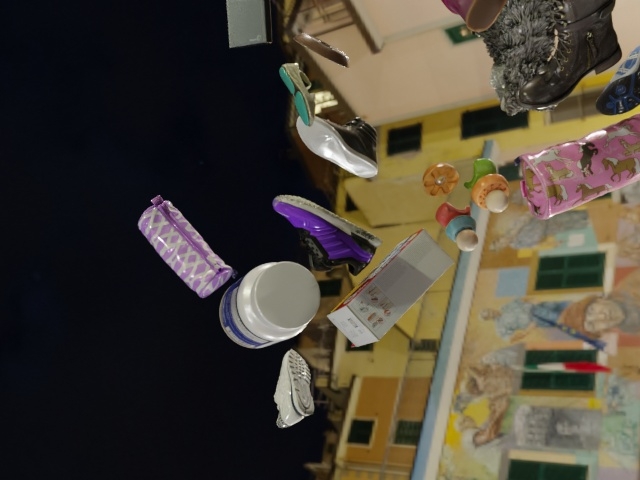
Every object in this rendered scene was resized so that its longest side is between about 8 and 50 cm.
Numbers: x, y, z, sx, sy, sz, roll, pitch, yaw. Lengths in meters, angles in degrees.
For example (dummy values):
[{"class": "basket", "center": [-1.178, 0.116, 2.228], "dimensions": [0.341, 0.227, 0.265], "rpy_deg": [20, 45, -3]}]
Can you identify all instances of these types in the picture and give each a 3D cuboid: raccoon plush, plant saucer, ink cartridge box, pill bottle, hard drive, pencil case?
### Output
[{"class": "raccoon plush", "center": [0.506, -0.506, 1.735], "dimensions": [0.446, 0.216, 0.299], "rpy_deg": [77, -179, -70]}, {"class": "plant saucer", "center": [0.009, -0.508, 1.890], "dimensions": [0.168, 0.168, 0.029], "rpy_deg": [3, -59, -54]}, {"class": "ink cartridge box", "center": [0.178, 0.140, 1.968], "dimensions": [0.309, 0.272, 0.130], "rpy_deg": [-43, -90, -20]}, {"class": "pill bottle", "center": [-0.101, 0.127, 1.405], "dimensions": [0.153, 0.265, 0.153], "rpy_deg": [5, -104, -19]}, {"class": "hard drive", "center": [-0.125, -0.406, 1.237], "dimensions": [0.022, 0.094, 0.135], "rpy_deg": [-14, -76, -47]}, {"class": "pencil case", "center": [0.625, -0.182, 1.551], "dimensions": [0.160, 0.386, 0.167], "rpy_deg": [65, -176, -53]}, {"class": "pencil case", "center": [-0.257, 0.016, 1.357], "dimensions": [0.206, 0.088, 0.086], "rpy_deg": [44, -121, 10]}]

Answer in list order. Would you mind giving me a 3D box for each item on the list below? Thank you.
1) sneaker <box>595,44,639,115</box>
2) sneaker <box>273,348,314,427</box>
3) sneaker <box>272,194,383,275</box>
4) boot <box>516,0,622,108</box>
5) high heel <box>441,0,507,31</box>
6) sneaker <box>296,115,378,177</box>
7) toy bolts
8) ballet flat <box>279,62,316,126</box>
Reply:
[{"class": "sneaker", "center": [0.683, -0.357, 1.543], "dimensions": [0.080, 0.211, 0.081], "rpy_deg": [33, -144, -10]}, {"class": "sneaker", "center": [-0.083, 0.385, 1.888], "dimensions": [0.090, 0.095, 0.235], "rpy_deg": [39, -157, -25]}, {"class": "sneaker", "center": [0.001, 0.000, 1.722], "dimensions": [0.293, 0.102, 0.146], "rpy_deg": [26, -86, -18]}, {"class": "boot", "center": [0.493, -0.411, 1.444], "dimensions": [0.229, 0.263, 0.091], "rpy_deg": [50, -171, -49]}, {"class": "high heel", "center": [0.319, -0.551, 1.196], "dimensions": [0.127, 0.377, 0.181], "rpy_deg": [17, -144, -30]}, {"class": "sneaker", "center": [0.054, -0.312, 2.078], "dimensions": [0.296, 0.104, 0.147], "rpy_deg": [30, -129, -29]}, {"class": "toy bolts", "center": [0.380, -0.086, 1.915], "dimensions": [0.158, 0.218, 0.228], "rpy_deg": [-106, 23, -49]}, {"class": "ballet flat", "center": [-0.038, -0.333, 1.605], "dimensions": [0.052, 0.057, 0.168], "rpy_deg": [-19, -107, -20]}]
